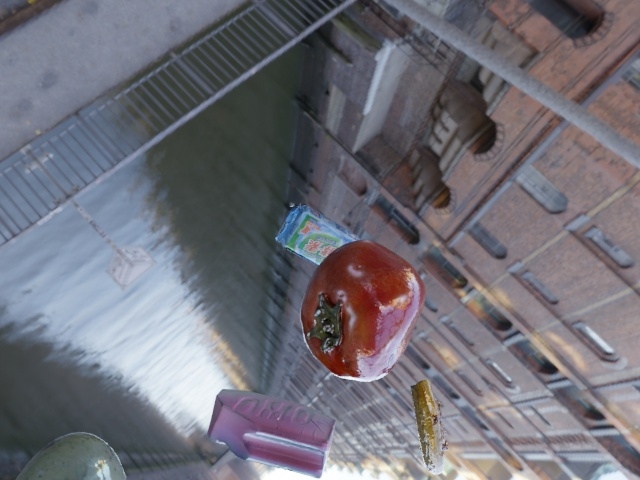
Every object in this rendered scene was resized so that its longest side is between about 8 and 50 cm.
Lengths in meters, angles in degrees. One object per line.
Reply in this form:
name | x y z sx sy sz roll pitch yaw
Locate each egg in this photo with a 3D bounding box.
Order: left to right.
egg | -0.725 0.773 1.630 0.344 0.429 0.345 0 163 0

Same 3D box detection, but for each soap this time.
soap | -0.129 0.483 1.466 0.193 0.323 0.109 -30 130 -79
soap | 0.000 0.000 1.910 0.156 0.293 0.077 -56 -161 19

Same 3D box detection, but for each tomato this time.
tomato | 0.100 0.169 1.392 0.289 0.293 0.325 -17 128 -45

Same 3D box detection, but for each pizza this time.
pizza | 0.318 0.524 1.672 0.086 0.336 0.226 -11 -160 7

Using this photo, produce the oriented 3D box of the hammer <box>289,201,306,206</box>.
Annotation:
hammer | -0.071 -0.127 2.107 0.182 0.062 0.017 -155 -109 -77
